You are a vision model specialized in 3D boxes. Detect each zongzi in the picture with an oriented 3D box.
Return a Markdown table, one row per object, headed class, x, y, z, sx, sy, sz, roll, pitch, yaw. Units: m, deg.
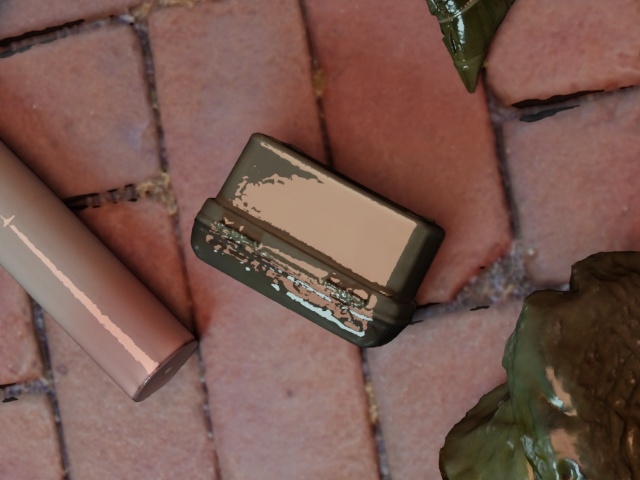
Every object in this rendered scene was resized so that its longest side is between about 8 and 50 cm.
| class | x | y | z | sx | sy | sz | roll | pitch | yaw |
| --- | --- | --- | --- | --- | --- | --- | --- | --- | --- |
| zongzi | 0.176 | -0.218 | 1.423 | 0.154 | 0.062 | 0.130 | -25 | 108 | 2 |

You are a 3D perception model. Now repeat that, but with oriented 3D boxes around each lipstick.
| class | x | y | z | sx | sy | sz | roll | pitch | yaw |
| --- | --- | --- | --- | --- | --- | --- | --- | --- | --- |
| lipstick | -0.262 | 0.014 | 1.548 | 0.327 | 0.087 | 0.087 | 44 | 105 | 9 |

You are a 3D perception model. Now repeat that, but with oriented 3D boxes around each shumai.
| class | x | y | z | sx | sy | sz | roll | pitch | yaw |
| --- | --- | --- | --- | --- | --- | --- | --- | --- | --- |
| shumai | 0.246 | 0.178 | 1.377 | 0.263 | 0.304 | 0.309 | -29 | 76 | 52 |

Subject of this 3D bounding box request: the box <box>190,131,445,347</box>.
| class | x | y | z | sx | sy | sz | roll | pitch | yaw |
| --- | --- | --- | --- | --- | --- | --- | --- | --- | --- |
| box | 0.000 | 0.000 | 1.437 | 0.210 | 0.148 | 0.129 | 29 | 95 | 11 |
